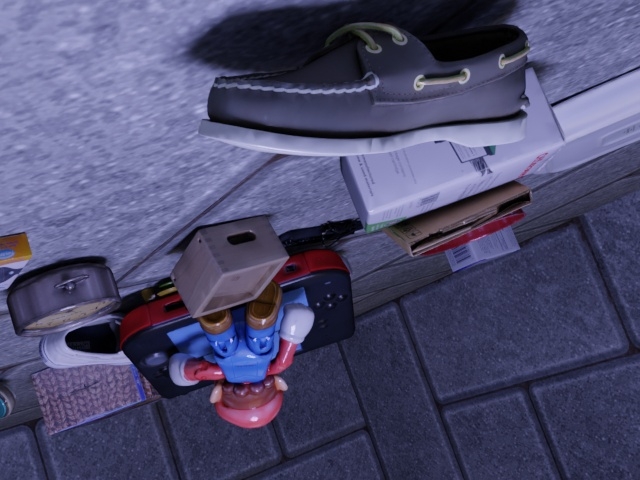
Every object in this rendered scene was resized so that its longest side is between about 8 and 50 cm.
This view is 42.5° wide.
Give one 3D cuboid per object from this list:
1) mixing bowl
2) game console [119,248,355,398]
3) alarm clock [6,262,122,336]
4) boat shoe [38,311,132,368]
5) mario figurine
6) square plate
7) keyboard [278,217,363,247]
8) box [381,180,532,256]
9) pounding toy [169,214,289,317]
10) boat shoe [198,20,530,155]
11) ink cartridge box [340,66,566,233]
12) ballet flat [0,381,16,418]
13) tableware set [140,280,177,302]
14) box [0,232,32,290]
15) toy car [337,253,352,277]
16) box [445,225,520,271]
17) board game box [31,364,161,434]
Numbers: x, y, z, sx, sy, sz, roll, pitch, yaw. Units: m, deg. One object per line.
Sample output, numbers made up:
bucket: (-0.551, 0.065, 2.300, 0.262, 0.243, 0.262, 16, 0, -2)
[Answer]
mixing bowl: (0.230, -0.052, 1.335, 0.181, 0.098, 0.181, -19, 170, -4)
game console: (-0.128, 0.158, 1.423, 0.386, 0.060, 0.342, -18, 149, -4)
alarm clock: (-0.306, 0.065, 0.987, 0.129, 0.064, 0.192, -15, 172, -26)
boat shoe: (-0.347, 0.170, 1.411, 0.084, 0.095, 0.258, -22, 173, 40)
mario figurine: (-0.130, 0.161, 1.295, 0.170, 0.198, 0.321, -55, 161, -35)
square plate: (0.447, -0.182, 1.196, 0.343, 0.049, 0.347, -22, 171, 15)
keyboard: (0.000, 0.000, 1.343, 0.100, 0.038, 0.192, -28, 168, 40)
box: (0.147, -0.053, 1.035, 0.164, 0.021, 0.201, -24, -156, -8)
pounding toy: (-0.122, 0.025, 1.111, 0.141, 0.100, 0.130, -15, 156, -41)
boat shoe: (0.045, -0.116, 0.607, 0.304, 0.091, 0.109, -10, -156, -38)
ink cartridge box: (0.138, -0.094, 0.914, 0.219, 0.093, 0.160, -21, 173, -1)
ballet flat: (-0.703, 0.343, 1.764, 0.086, 0.086, 0.248, -10, 168, -46)
tableware set: (-0.214, 0.067, 1.334, 0.154, 0.024, 0.104, -18, 174, -22)
box: (-0.349, 0.033, 0.830, 0.081, 0.028, 0.136, -14, 167, -35)
toy car: (-0.015, 0.106, 1.611, 0.159, 0.136, 0.182, -23, 170, 14)
box: (0.299, -0.017, 1.590, 0.137, 0.126, 0.072, -12, 166, -39)
board game box: (-0.480, 0.331, 1.915, 0.232, 0.141, 0.291, -21, 171, 9)
